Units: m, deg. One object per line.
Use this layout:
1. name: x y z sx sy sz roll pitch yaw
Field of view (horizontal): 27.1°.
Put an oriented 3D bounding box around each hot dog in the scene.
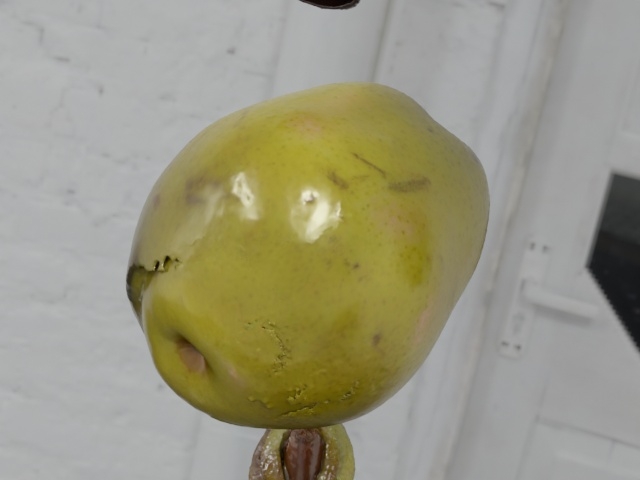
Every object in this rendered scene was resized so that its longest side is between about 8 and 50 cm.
1. hot dog: -0.024 0.304 1.437 0.123 0.261 0.093 -1 15 -2

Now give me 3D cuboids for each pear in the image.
1. pear: -0.004 0.012 1.150 0.285 0.285 0.336 23 28 35

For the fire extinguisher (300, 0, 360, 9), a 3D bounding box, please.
1. fire extinguisher: 0.057 -0.365 1.164 0.105 0.341 0.141 9 -19 40
